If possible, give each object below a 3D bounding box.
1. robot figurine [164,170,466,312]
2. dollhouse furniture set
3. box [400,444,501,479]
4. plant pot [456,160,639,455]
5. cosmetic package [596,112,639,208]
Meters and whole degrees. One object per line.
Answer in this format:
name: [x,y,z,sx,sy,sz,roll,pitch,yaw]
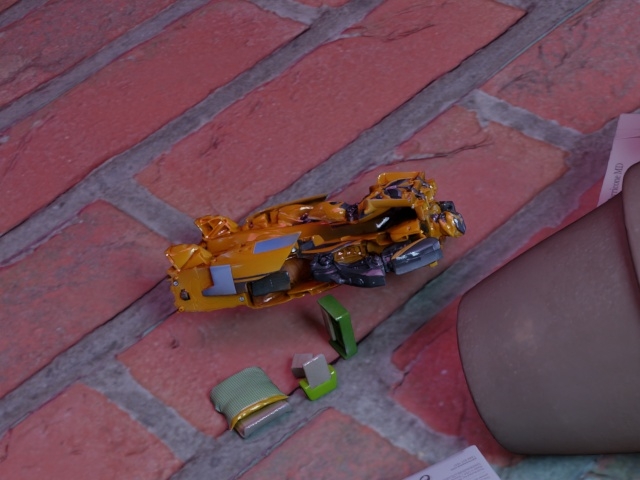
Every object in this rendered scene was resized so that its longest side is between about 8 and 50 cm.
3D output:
robot figurine: [0.000,0.000,1.346,0.291,0.085,0.211,-13,15,15]
dollhouse furniture set: [-0.037,0.118,1.283,0.151,0.059,0.076,-29,41,-15]
box: [0.109,0.241,1.069,0.101,0.087,0.102,-24,39,-10]
plant pot: [0.243,0.077,1.117,0.229,0.263,0.263,-19,36,23]
cosmetic package: [0.429,-0.030,1.260,0.309,0.113,0.160,3,43,20]
